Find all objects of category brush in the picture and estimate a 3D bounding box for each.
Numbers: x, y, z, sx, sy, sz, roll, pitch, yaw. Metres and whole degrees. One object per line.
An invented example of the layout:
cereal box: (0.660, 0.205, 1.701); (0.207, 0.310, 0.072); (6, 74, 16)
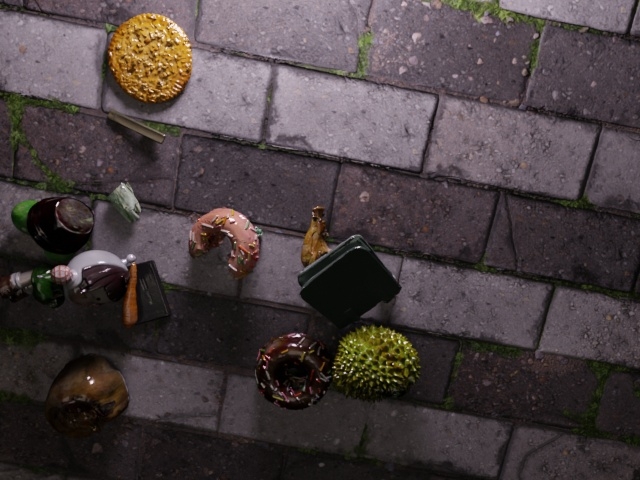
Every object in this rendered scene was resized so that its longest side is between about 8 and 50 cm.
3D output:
brush: (-0.552, -0.343, 1.425); (0.190, 0.027, 0.034); (26, 96, 3)

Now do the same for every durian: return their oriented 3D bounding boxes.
durian: (0.165, 0.377, 1.453); (0.291, 0.291, 0.225); (-5, 66, 1)

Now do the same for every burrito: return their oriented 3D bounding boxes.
burrito: (-0.599, -0.114, 1.460); (0.074, 0.044, 0.118); (-32, 95, 2)

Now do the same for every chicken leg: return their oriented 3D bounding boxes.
chicken leg: (-0.003, 0.000, 1.454); (0.101, 0.085, 0.208); (10, 99, 25)

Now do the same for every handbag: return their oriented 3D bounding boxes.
handbag: (0.089, 0.138, 1.444); (0.247, 0.079, 0.260); (-37, 124, 9)

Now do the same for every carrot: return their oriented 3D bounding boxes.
carrot: (-0.604, 0.173, 1.504); (0.048, 0.048, 0.216); (5, 94, 0)

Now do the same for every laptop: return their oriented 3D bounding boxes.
laptop: (-0.573, 0.171, 1.528); (0.135, 0.016, 0.197); (-15, 101, 2)

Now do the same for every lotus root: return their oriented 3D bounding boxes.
lotus root: (-0.767, 0.524, 1.525); (0.272, 0.192, 0.272); (-1, 102, -7)

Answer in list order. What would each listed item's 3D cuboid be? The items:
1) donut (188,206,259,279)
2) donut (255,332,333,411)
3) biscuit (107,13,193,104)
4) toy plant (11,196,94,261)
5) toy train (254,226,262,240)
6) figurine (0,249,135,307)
donut: (-0.293, 0.003, 1.435); (0.233, 0.085, 0.199); (23, 105, 12)
donut: (-0.086, 0.430, 1.532); (0.269, 0.103, 0.270); (0, 103, 1)
biscuit: (-0.498, -0.530, 1.380); (0.254, 0.035, 0.254); (0, 102, 1)
toy plant: (-0.804, -0.043, 1.421); (0.235, 0.175, 0.218); (-22, 108, 31)
toy train: (-0.220, -0.009, 1.481); (0.083, 0.033, 0.053); (-15, 105, 5)
figurine: (-0.745, 0.122, 1.416); (0.370, 0.281, 0.167); (-7, 67, -5)
